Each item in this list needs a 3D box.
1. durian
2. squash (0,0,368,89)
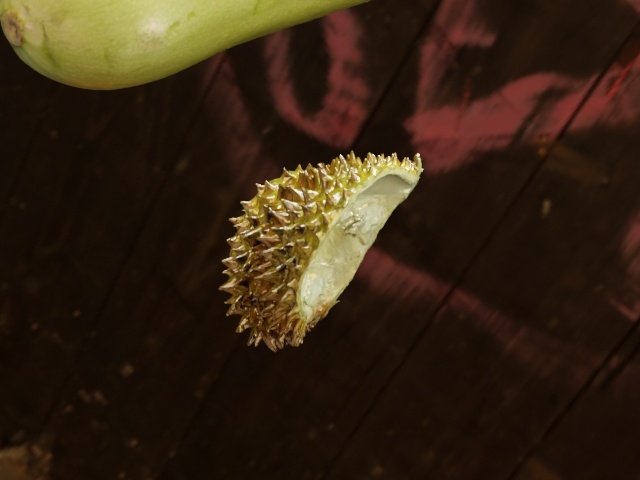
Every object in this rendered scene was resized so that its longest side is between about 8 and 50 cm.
[{"bbox_3d":[0.000,0.000,1.607,0.139,0.252,0.144,30,-4,-29],"label":"durian"},{"bbox_3d":[-0.020,-0.123,0.691,0.083,0.250,0.083,41,-40,46],"label":"squash"}]
